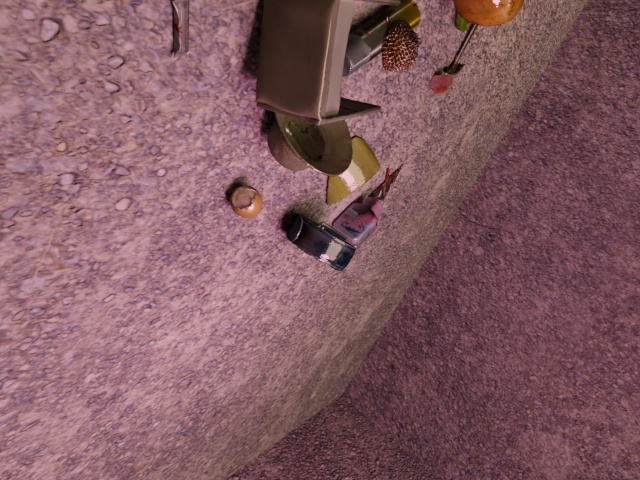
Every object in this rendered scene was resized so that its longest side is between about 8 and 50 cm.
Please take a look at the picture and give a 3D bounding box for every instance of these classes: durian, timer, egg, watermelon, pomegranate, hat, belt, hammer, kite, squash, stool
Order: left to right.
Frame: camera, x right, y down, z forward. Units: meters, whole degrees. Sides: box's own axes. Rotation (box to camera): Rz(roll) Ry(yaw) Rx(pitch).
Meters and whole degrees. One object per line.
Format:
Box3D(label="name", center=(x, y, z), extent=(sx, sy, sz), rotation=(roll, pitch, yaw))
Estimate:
Box3D(label="egg", center=(-0.185, -0.096, 1.372), extent=(0.080, 0.080, 0.096), rotation=(-52, 174, -3))
Box3D(label="hat", center=(-0.052, -0.246, 1.314), extent=(0.130, 0.257, 0.257), rotation=(-27, 178, 40))
Box3D(label="belt", center=(0.000, 0.000, 1.711), extent=(0.116, 0.206, 0.267), rotation=(-58, 151, 3))
Box3D(label="stool", center=(0.017, -0.394, 1.148), extent=(0.270, 0.170, 0.243), rotation=(-26, 133, -51))
Box3D(label="squash", center=(0.100, -0.249, 1.791), extent=(0.237, 0.155, 0.204), rotation=(-44, -167, -25))
Box3D(label="kite", center=(0.262, -0.224, 2.156), extent=(0.232, 0.009, 0.189), rotation=(-44, 155, -25))
Box3D(label="durian", center=(0.177, -0.419, 1.164), extent=(0.110, 0.071, 0.140), rotation=(-60, 148, -15))
Box3D(label="watermelon", center=(0.428, -0.561, 1.924), extent=(0.072, 0.085, 0.092), rotation=(57, 31, -45))
Box3D(label="hammer", center=(0.528, -0.724, 1.922), extent=(0.125, 0.027, 0.297), rotation=(-20, 141, -52))
Box3D(label="timer", center=(0.487, -0.755, 1.766), extent=(0.140, 0.047, 0.128), rotation=(-48, 159, -12))
Box3D(label="pomegranate", center=(0.496, -0.732, 1.576), extent=(0.248, 0.248, 0.248), rotation=(-43, 156, -25))

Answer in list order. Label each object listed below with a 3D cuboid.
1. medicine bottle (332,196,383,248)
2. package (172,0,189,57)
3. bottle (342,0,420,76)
Box3D(label="medicine bottle", center=(0.144, -0.070, 2.004), extent=(0.188, 0.119, 0.094), rotation=(-45, 157, -19))
Box3D(label="package", center=(-0.240, -0.367, 0.942), extent=(0.037, 0.015, 0.110), rotation=(-34, 150, -38))
Box3D(label="bottle", center=(0.138, -0.516, 1.383), extent=(0.286, 0.082, 0.082), rotation=(-42, 155, -25))
